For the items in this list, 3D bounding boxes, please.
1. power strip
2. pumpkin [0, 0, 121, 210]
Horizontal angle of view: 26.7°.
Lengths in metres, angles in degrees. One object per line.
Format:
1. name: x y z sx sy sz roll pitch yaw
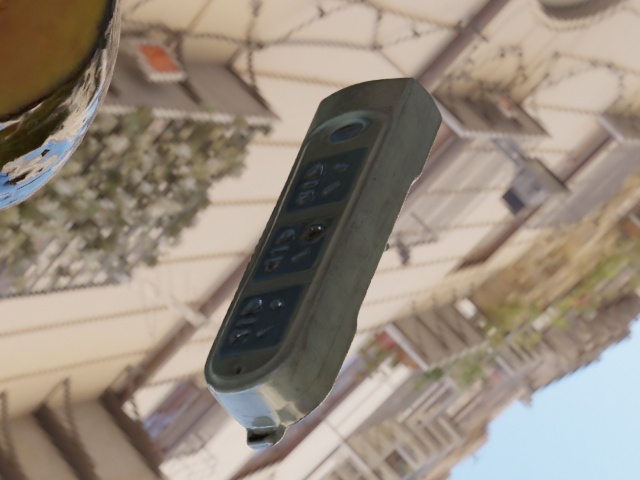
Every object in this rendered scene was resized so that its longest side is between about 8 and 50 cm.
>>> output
1. power strip: 0.001 0.002 0.823 0.048 0.080 0.286 50 -136 -30
2. pumpkin: -0.273 -0.171 0.989 0.256 0.225 0.303 -17 -94 -30
